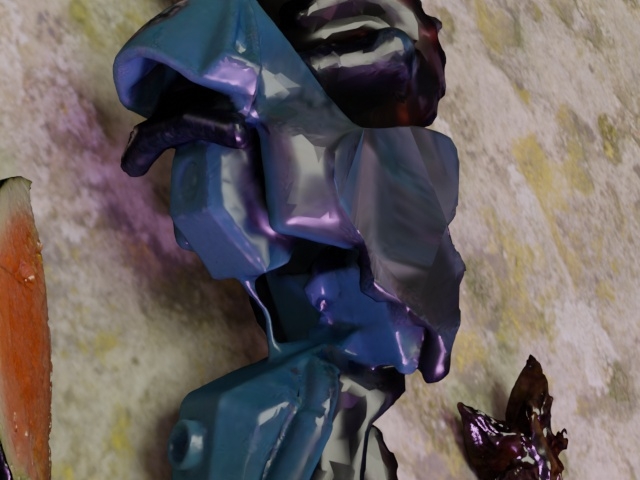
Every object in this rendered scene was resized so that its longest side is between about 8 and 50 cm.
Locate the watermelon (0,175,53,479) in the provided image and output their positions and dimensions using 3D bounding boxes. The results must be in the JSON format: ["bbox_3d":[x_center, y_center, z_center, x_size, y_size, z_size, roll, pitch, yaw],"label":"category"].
[{"bbox_3d":[-0.185,0.063,0.867,0.119,0.063,0.245,40,34,-57],"label":"watermelon"}]

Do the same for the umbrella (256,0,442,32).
[{"bbox_3d":[-0.063,-0.216,1.130,0.337,0.154,0.128,37,73,-5],"label":"umbrella"}]

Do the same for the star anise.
[{"bbox_3d":[0.156,0.186,1.212,0.157,0.053,0.212,23,55,-43],"label":"star anise"}]

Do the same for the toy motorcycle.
[{"bbox_3d":[-0.036,0.013,0.981,0.232,0.172,0.416,13,80,-32],"label":"toy motorcycle"}]
